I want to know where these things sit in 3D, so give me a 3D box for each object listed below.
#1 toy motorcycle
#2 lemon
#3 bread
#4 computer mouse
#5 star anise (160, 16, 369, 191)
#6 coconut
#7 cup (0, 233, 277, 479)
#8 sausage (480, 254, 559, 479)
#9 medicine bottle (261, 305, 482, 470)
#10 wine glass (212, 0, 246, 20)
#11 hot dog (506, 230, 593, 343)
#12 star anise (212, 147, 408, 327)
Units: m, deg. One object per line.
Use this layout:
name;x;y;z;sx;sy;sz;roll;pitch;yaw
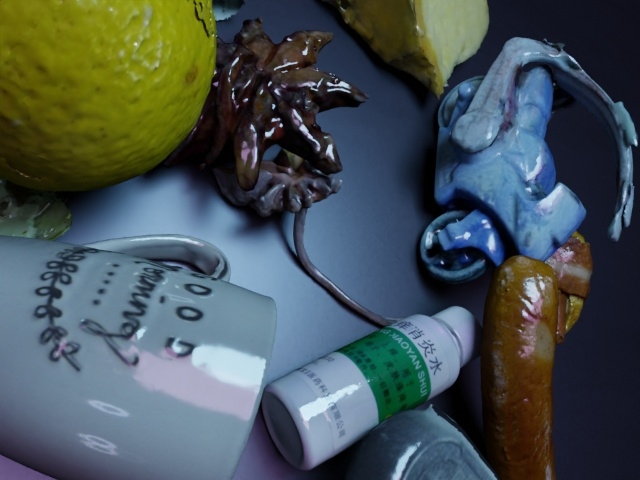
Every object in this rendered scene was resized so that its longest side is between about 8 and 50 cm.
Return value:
toy motorcycle;0.246;-0.103;0.694;0.182;0.241;0.319;22;66;-27
lemon;-0.212;-0.171;0.436;0.258;0.310;0.258;-8;55;12
bread;0.140;-0.417;0.729;0.315;0.279;0.248;40;52;3
computer mouse;0.136;0.335;0.564;0.203;0.114;0.374;-36;101;-34
star anise;-0.076;-0.172;0.585;0.272;0.102;0.272;2;62;-4
coconut;-0.301;-0.041;0.484;0.158;0.055;0.133;24;39;-31
cup;-0.171;0.073;0.472;0.234;0.186;0.258;23;36;-11
sausage;0.222;0.169;0.621;0.103;0.076;0.302;-21;110;-56
medicine bottle;0.067;0.146;0.601;0.260;0.095;0.095;-18;83;-32
wine glass;-0.156;-0.389;0.676;0.074;0.074;0.262;-17;83;-31
hot dog;0.320;0.035;0.768;0.123;0.093;0.262;14;68;-23
star anise;0.000;0.000;0.658;0.148;0.218;0.227;-68;155;-57
